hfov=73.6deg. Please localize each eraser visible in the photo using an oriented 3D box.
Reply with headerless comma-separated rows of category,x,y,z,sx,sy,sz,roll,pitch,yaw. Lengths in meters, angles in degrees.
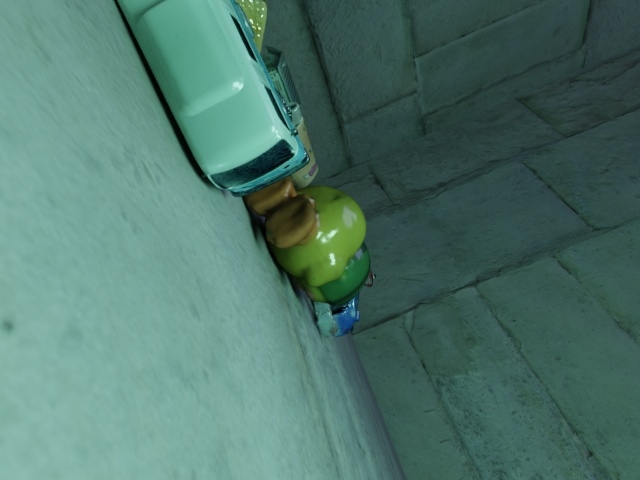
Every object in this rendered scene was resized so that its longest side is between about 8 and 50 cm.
eraser,-0.104,-0.179,0.808,0.290,0.171,0.087,60,40,-78

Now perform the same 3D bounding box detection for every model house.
model house,-0.198,-0.532,1.527,0.224,0.216,0.198,65,4,-51

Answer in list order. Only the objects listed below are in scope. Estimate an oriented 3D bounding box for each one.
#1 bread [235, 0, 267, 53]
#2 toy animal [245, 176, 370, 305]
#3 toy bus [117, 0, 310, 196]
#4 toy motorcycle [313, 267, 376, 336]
bread,-0.187,-0.407,0.817,0.274,0.114,0.184,-115,-145,-44
toy animal,0.003,-0.001,0.850,0.216,0.191,0.338,49,-6,39
toy bus,-0.128,-0.196,0.533,0.271,0.133,0.165,64,7,-4
toy motorcycle,0.020,0.113,1.126,0.241,0.182,0.318,-13,95,-45
